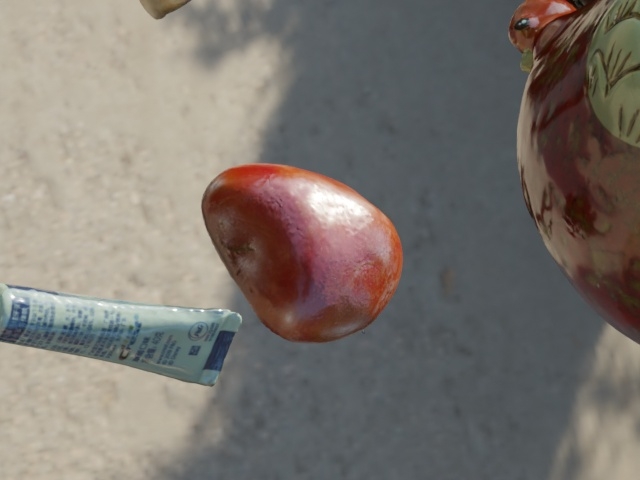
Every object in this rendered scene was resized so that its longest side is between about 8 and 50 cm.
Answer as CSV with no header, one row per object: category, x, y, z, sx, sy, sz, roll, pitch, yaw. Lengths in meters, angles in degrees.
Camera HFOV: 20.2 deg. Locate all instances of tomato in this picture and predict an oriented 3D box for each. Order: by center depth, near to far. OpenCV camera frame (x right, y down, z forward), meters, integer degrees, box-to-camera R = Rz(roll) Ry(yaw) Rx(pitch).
tomato,0.001,-0.006,1.480,0.174,0.082,0.166,-12,67,-46

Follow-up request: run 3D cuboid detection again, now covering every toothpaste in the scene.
toothpaste,-0.152,0.059,1.192,0.216,0.062,0.037,11,26,-32

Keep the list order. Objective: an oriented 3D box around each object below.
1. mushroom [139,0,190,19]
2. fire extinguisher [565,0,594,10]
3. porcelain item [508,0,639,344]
mushroom,-0.204,-0.351,1.721,0.297,0.297,0.290,-39,107,-48
fire extinguisher,0.274,-0.236,1.028,0.138,0.344,0.102,52,1,-19
porcelain item,0.189,-0.073,0.841,0.253,0.253,0.253,18,65,-46
